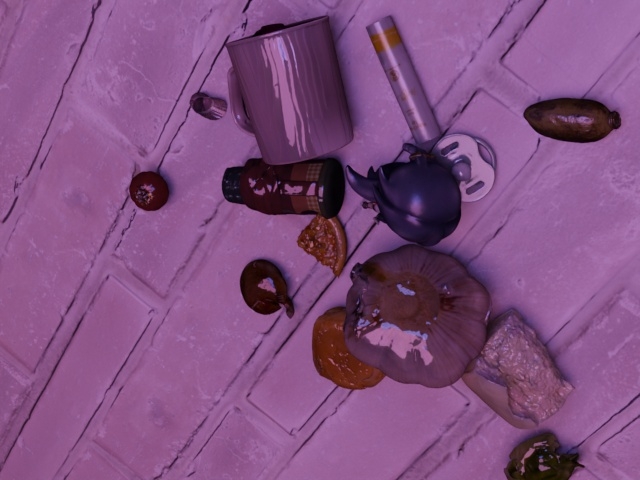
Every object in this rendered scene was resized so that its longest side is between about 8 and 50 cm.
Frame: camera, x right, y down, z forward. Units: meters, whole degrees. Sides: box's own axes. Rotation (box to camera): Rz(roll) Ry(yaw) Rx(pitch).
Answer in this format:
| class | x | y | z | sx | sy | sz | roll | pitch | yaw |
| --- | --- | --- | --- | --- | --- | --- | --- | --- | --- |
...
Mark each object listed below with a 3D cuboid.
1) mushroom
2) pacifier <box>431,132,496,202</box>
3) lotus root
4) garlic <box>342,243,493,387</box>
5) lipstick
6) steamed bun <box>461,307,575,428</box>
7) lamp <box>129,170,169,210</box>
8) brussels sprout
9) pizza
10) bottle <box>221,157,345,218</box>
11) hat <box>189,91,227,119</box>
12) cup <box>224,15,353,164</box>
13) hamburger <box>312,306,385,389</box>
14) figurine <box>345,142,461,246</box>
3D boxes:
| class | x | y | z | sx | sy | sz | roll | pitch | yaw |
| --- | --- | --- | --- | --- | --- | --- | --- | --- | --- |
| mushroom | -0.129 | 0.128 | 1.871 | 0.170 | 0.080 | 0.135 | 41 | 131 | 6 |
| pacifier | 0.295 | -0.147 | 1.557 | 0.126 | 0.116 | 0.150 | -26 | 97 | 14 |
| lotus root | 0.477 | -0.227 | 1.461 | 0.179 | 0.089 | 0.081 | 8 | 85 | 27 |
| garlic | 0.205 | 0.158 | 1.638 | 0.321 | 0.241 | 0.322 | 1 | 95 | 6 |
| lipstick | 0.170 | -0.324 | 1.566 | 0.059 | 0.059 | 0.264 | -20 | 102 | 28 |
| steamed bun | 0.425 | 0.296 | 1.657 | 0.225 | 0.170 | 0.200 | 43 | 115 | 0 |
| lamp | -0.420 | -0.120 | 1.881 | 0.101 | 0.090 | 0.101 | 8 | 116 | 16 |
| brussels sprout | 0.509 | 0.524 | 1.765 | 0.181 | 0.100 | 0.139 | -39 | 113 | 20 |
| pizza | 0.000 | 0.000 | 1.784 | 0.130 | 0.041 | 0.178 | 10 | 115 | 21 |
| bottle | -0.086 | -0.123 | 1.717 | 0.271 | 0.143 | 0.156 | 3 | 152 | 19 |
| hat | -0.260 | -0.314 | 1.767 | 0.087 | 0.042 | 0.058 | 6 | 127 | -16 |
| cup | -0.087 | -0.307 | 1.592 | 0.288 | 0.208 | 0.273 | -10 | 109 | 18 |
| hamburger | 0.080 | 0.252 | 1.824 | 0.213 | 0.108 | 0.214 | 11 | 116 | 24 |
| figurine | 0.175 | -0.091 | 1.560 | 0.265 | 0.175 | 0.197 | 37 | 150 | 44 |
